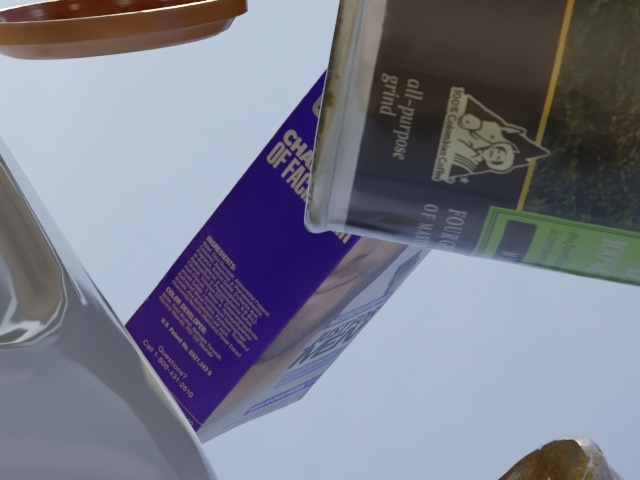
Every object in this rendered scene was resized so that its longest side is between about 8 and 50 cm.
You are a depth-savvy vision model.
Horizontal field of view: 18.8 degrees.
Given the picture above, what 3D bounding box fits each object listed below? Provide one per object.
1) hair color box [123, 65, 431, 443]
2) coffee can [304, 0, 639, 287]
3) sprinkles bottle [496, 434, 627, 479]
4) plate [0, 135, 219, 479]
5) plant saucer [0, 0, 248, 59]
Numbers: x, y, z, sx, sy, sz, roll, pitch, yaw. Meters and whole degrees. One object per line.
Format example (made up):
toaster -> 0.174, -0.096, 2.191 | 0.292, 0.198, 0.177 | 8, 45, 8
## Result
hair color box -> 0.000, 0.000, 1.443 | 0.110, 0.185, 0.339 | 47, -60, 15
coffee can -> 0.147, -0.076, 0.624 | 0.201, 0.275, 0.201 | 11, 90, -89
sprinkles bottle -> 0.242, 0.279, 1.210 | 0.121, 0.355, 0.121 | -43, -168, 11
plate -> -0.182, -0.024, 0.466 | 0.277, 0.278, 0.045 | 54, -52, 37
plant saucer -> -0.063, -0.066, 0.589 | 0.083, 0.083, 0.013 | 8, -71, 48
